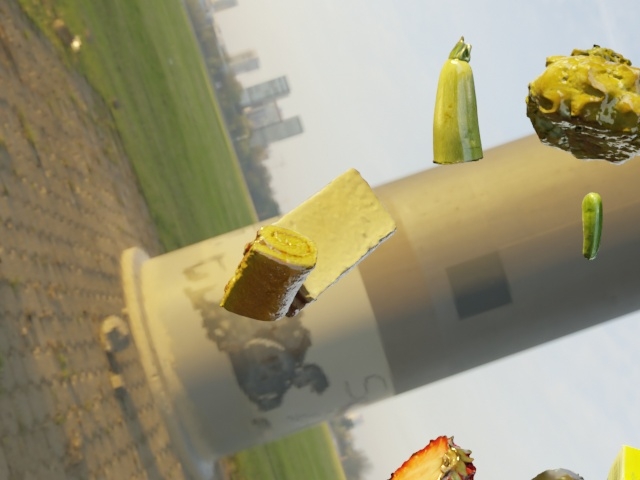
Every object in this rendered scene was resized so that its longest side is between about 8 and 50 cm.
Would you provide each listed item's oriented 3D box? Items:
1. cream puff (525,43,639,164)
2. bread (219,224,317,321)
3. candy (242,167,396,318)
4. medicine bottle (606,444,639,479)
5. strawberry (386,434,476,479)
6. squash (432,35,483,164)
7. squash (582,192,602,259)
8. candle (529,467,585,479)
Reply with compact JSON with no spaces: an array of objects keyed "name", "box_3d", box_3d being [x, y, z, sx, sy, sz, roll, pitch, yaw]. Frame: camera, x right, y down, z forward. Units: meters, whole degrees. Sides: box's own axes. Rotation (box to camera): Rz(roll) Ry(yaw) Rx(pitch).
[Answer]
[{"name":"cream puff","box_3d":[0.518,-0.265,1.662,0.282,0.281,0.185,100,10,-83]},{"name":"bread","box_3d":[-0.091,0.060,1.580,0.103,0.131,0.172,-92,-156,-46]},{"name":"candy","box_3d":[0.000,0.000,1.859,0.179,0.320,0.135,52,-40,-1]},{"name":"medicine bottle","box_3d":[0.830,0.617,2.143,0.137,0.250,0.141,-63,166,-52]},{"name":"strawberry","box_3d":[0.227,0.510,1.807,0.111,0.236,0.190,41,44,-11]},{"name":"squash","box_3d":[0.247,-0.249,1.571,0.094,0.094,0.224,-123,-149,-77]},{"name":"squash","box_3d":[0.353,-0.018,1.147,0.027,0.027,0.089,-124,-150,-78]},{"name":"candle","box_3d":[0.591,0.695,2.009,0.342,0.221,0.221,48,4,-17]}]
